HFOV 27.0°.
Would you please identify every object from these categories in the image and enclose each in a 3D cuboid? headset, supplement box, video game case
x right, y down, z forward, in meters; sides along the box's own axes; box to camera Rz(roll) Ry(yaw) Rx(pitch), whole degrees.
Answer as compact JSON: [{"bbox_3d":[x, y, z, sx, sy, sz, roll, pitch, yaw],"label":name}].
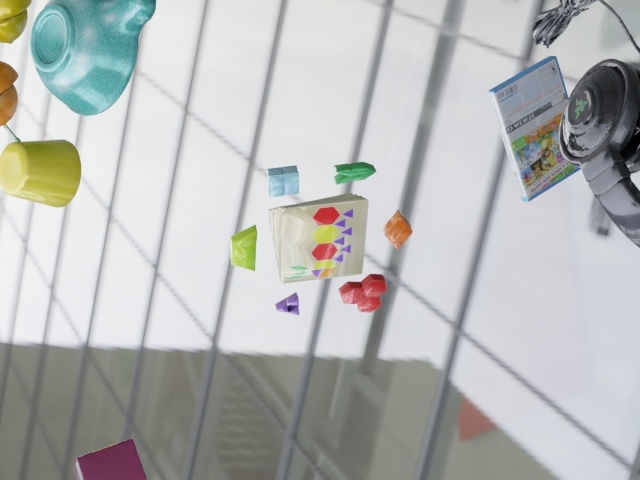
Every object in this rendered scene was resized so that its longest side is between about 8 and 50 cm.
[{"bbox_3d":[0.375,-0.138,1.591,0.243,0.394,0.185,-7,159,-35],"label":"headset"},{"bbox_3d":[-0.190,0.210,1.193,0.055,0.043,0.083,-17,169,-17],"label":"supplement box"},{"bbox_3d":[0.298,-0.152,1.811,0.119,0.166,0.015,-31,-158,-25],"label":"video game case"}]

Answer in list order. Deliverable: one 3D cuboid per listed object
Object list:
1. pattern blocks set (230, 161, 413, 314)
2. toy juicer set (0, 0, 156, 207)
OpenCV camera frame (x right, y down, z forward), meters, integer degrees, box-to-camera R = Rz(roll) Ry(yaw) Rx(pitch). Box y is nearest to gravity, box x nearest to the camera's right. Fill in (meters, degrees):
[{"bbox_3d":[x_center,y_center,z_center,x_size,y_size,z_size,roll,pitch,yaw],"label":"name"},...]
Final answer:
[{"bbox_3d":[0.000,0.000,2.075,0.286,0.324,0.026,-1,-135,-15],"label":"pattern blocks set"},{"bbox_3d":[-0.246,-0.212,1.302,0.089,0.329,0.209,3,-144,-47],"label":"toy juicer set"}]
